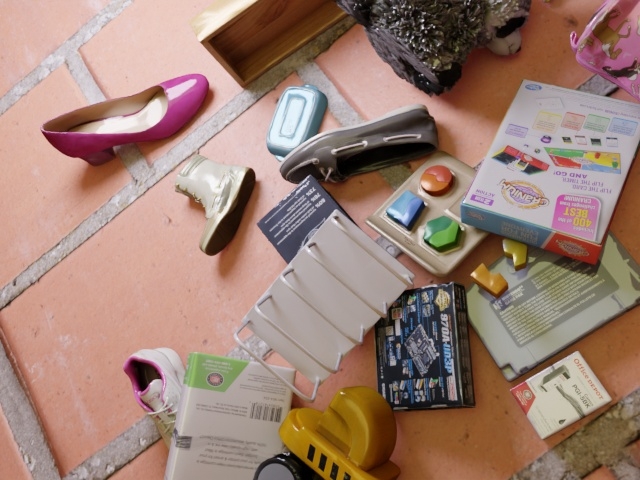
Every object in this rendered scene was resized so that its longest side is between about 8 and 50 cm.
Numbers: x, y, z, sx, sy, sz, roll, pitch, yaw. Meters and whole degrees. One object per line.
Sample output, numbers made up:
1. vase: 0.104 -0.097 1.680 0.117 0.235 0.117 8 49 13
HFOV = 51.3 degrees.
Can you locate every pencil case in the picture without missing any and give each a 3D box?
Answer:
1. pencil case: 0.613 -0.274 1.112 0.386 0.160 0.167 41 67 8

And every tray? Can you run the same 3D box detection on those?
1. tray: -0.060 -0.517 1.444 0.411 0.203 0.076 -32 66 9

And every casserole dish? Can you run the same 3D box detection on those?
1. casserole dish: -0.057 -0.264 1.465 0.114 0.037 0.188 16 82 23

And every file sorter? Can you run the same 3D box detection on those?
1. file sorter: 0.006 0.114 1.164 0.193 0.173 0.277 40 97 1

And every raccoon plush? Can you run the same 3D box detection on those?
1. raccoon plush: 0.216 -0.490 1.251 0.299 0.446 0.216 -49 33 0

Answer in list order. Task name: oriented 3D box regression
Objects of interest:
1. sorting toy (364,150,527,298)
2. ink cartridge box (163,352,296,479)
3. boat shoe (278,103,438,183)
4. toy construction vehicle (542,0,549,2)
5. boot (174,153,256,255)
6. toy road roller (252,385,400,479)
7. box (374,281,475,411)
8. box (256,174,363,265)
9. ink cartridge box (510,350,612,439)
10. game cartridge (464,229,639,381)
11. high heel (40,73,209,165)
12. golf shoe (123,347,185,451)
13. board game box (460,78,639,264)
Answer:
1. sorting toy: 0.256 -0.037 1.225 0.229 0.041 0.307 -42 52 -12
2. ink cartridge box: -0.171 0.359 1.242 0.199 0.115 0.272 13 77 -14
3. boat shoe: 0.076 -0.174 1.352 0.335 0.112 0.095 -21 64 10
4. toy construction vehicle: 0.477 -0.530 1.353 0.098 0.035 0.085 -37 78 10
5. boot: -0.253 -0.081 1.463 0.165 0.077 0.213 18 77 23
6. toy road roller: 0.071 0.397 1.130 0.330 0.202 0.240 32 95 24
7. box: 0.184 0.196 1.214 0.175 0.051 0.220 -15 69 36
8. box: 0.000 0.000 1.331 0.153 0.108 0.207 -41 67 6
9. ink cartridge box: 0.410 0.265 1.139 0.135 0.056 0.099 -34 66 9
10. game cartridge: 0.408 0.093 1.191 0.297 0.062 0.198 -33 63 8
11. high heel: -0.443 -0.296 1.531 0.377 0.181 0.127 -32 67 9
12. golf shoe: -0.298 0.348 1.327 0.115 0.140 0.306 -39 68 5
13. board game box: 0.421 -0.135 1.191 0.242 0.064 0.316 20 65 24
